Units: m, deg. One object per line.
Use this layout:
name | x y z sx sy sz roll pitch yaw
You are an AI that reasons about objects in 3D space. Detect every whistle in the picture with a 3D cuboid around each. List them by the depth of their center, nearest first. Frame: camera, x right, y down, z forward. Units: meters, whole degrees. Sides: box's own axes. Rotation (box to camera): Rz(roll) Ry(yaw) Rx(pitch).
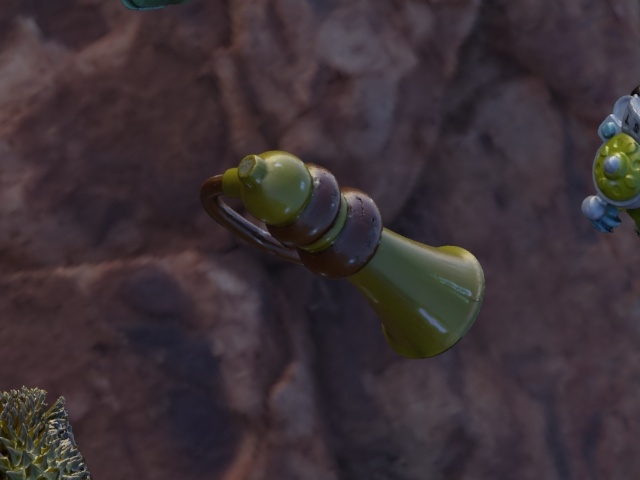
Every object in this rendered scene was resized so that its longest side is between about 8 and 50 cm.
whistle | 0.004 -0.004 0.683 0.109 0.046 0.057 35 4 -34

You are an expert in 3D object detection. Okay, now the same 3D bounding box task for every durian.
durian | -0.239 0.225 1.436 0.137 0.193 0.237 -2 24 -19

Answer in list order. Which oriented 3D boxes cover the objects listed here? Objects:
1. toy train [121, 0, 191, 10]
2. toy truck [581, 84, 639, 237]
toy train | -0.077 -0.315 1.371 0.202 0.301 0.120 53 33 -2
toy truck | 0.182 -0.032 1.013 0.111 0.077 0.076 12 36 -46
